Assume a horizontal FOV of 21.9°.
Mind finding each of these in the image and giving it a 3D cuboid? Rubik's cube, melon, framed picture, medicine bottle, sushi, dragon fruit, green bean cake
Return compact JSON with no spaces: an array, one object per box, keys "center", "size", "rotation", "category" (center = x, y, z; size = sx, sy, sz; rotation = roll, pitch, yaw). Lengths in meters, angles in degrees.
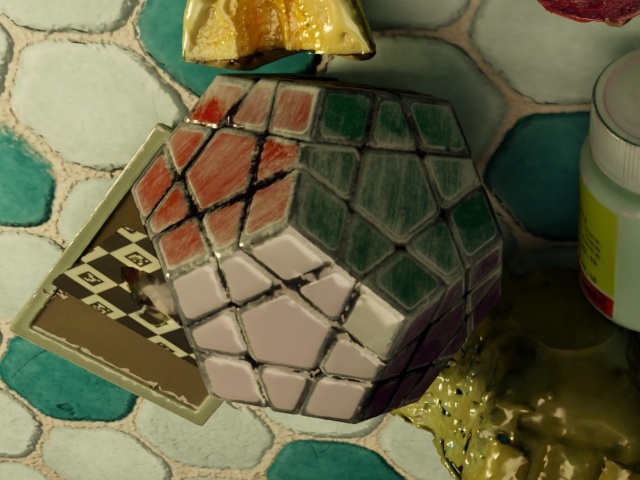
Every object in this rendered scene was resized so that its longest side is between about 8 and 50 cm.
[{"center":[0.000,0.001,1.370],"size":[0.264,0.319,0.319],"rotation":[-21,137,-5],"category":"Rubik's cube"},{"center":[-0.030,-0.196,1.328],"size":[0.160,0.079,0.128],"rotation":[1,119,17],"category":"melon"},{"center":[-0.136,0.039,1.617],"size":[0.232,0.019,0.296],"rotation":[30,120,-19],"category":"framed picture"},{"center":[0.282,-0.038,1.359],"size":[0.139,0.139,0.225],"rotation":[5,141,12],"category":"medicine bottle"},{"center":[-0.127,0.048,1.560],"size":[0.210,0.040,0.192],"rotation":[31,148,-20],"category":"sushi"},{"center":[0.205,-0.212,1.239],"size":[0.126,0.068,0.112],"rotation":[22,159,-30],"category":"dragon fruit"},{"center":[0.173,0.133,1.485],"size":[0.285,0.310,0.202],"rotation":[13,114,-2],"category":"green bean cake"}]
